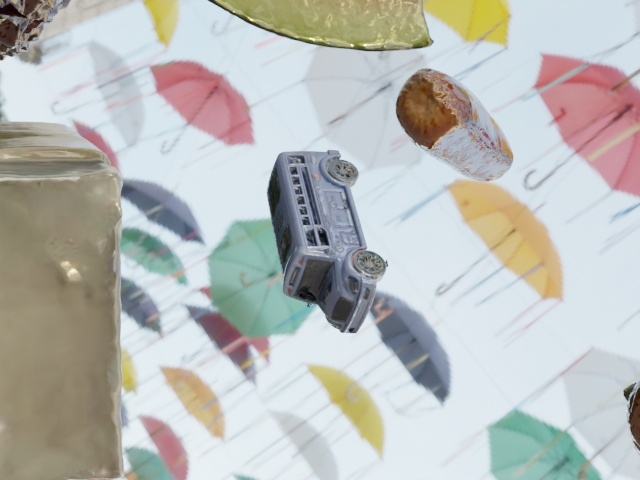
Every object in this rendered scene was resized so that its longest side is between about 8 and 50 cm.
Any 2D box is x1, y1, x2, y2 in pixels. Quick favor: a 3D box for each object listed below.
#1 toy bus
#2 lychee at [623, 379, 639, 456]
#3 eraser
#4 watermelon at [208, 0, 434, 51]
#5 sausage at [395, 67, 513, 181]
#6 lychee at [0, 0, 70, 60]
[{"bbox_3d":[0.000,0.000,0.931,0.073,0.076,0.167,112,-26,-43],"label":"toy bus"},{"bbox_3d":[0.260,0.113,0.729,0.101,0.114,0.140,49,-6,-8],"label":"lychee"},{"bbox_3d":[-0.163,0.011,0.597,0.343,0.078,0.144,-151,-119,-70],"label":"eraser"},{"bbox_3d":[-0.021,-0.153,0.444,0.137,0.193,0.145,8,-57,25],"label":"watermelon"},{"bbox_3d":[0.155,-0.127,1.232,0.089,0.083,0.300,54,12,19],"label":"sausage"},{"bbox_3d":[-0.411,-0.328,1.143,0.330,0.306,0.306,55,-30,19],"label":"lychee"}]
